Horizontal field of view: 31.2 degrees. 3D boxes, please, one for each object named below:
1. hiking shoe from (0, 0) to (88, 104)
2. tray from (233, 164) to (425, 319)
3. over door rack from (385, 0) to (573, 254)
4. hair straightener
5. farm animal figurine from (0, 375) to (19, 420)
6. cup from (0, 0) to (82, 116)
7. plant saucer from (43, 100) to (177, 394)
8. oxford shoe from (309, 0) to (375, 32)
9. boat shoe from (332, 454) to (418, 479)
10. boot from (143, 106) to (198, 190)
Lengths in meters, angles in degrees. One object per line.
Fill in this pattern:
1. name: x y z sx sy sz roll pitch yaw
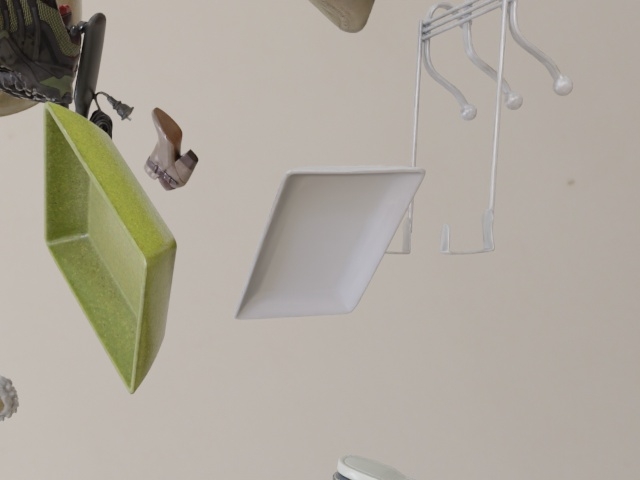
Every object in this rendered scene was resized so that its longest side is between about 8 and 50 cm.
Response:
1. hiking shoe: -0.312 -0.218 1.096 0.086 0.114 0.227 6 -16 28
2. tray: 0.000 0.000 1.193 0.145 0.030 0.270 -3 -34 -19
3. over door rack: 0.168 -0.128 1.282 0.108 0.324 0.239 17 -7 -18
4. hair straightener: -0.246 -0.130 1.221 0.089 0.231 0.047 12 18 11
5. farm animal figurine: -0.620 0.166 1.700 0.326 0.330 0.172 -27 29 50
6. cup: -0.427 -0.294 1.421 0.331 0.237 0.331 -30 -24 -15
7. plant saucer: -0.175 0.003 0.964 0.045 0.188 0.188 -21 -32 -27
8. oxford shoe: -0.034 -0.354 1.316 0.122 0.130 0.348 -11 40 -18
9. boat shoe: 0.126 0.377 1.566 0.254 0.079 0.095 20 13 19
10. boot: -0.241 -0.134 1.753 0.087 0.118 0.042 -34 2 36
